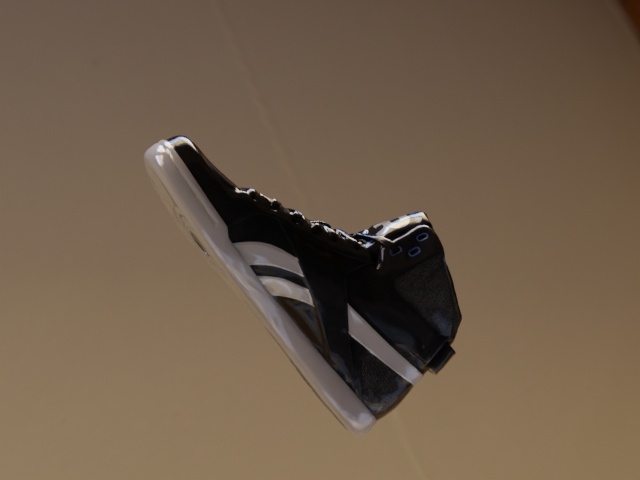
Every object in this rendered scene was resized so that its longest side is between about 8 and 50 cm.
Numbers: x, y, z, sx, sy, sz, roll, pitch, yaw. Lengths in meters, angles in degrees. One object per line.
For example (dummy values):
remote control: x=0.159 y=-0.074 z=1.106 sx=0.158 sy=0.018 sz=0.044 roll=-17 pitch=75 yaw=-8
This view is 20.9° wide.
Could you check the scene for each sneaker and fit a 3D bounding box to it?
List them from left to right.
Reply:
sneaker: x=0.000 y=0.000 z=1.042 sx=0.121 sy=0.079 sz=0.217 roll=-39 pitch=-75 yaw=-8
